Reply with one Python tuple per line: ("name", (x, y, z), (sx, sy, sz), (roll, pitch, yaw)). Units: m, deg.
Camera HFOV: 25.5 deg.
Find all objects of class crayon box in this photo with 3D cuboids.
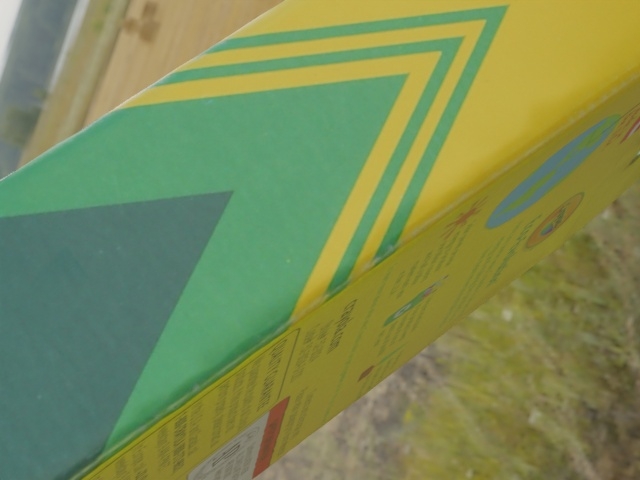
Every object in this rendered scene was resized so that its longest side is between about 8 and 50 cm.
("crayon box", (0.000, 0.000, 0.465), (0.318, 0.081, 0.202), (-35, -14, -18))
